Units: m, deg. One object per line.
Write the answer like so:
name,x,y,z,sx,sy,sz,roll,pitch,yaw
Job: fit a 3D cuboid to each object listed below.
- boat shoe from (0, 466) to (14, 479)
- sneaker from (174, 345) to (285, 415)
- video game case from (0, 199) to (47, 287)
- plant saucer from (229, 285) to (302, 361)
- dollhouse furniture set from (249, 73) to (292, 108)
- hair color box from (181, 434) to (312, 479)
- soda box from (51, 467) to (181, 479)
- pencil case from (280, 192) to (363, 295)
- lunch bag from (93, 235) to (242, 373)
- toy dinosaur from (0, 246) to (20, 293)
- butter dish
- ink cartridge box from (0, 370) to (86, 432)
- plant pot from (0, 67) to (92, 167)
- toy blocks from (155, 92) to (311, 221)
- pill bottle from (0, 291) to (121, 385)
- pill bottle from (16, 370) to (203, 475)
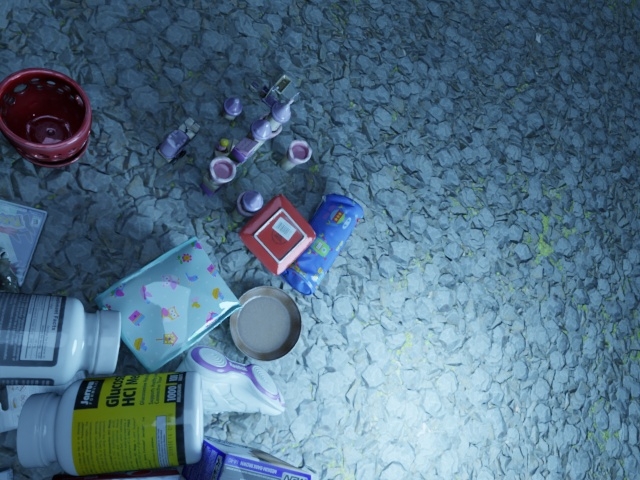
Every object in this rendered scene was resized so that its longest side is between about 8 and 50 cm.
boat shoe,-0.729,0.505,0.990,0.227,0.083,0.075,-1,77,-25
sneaker,-0.225,0.367,1.251,0.305,0.114,0.152,34,104,-27
video game case,-0.745,-0.007,1.135,0.202,0.023,0.183,16,72,-20
plant saucer,-0.146,0.219,1.345,0.199,0.036,0.198,5,77,-23
dollhouse furniture set,-0.133,-0.466,1.484,0.091,0.081,0.114,40,65,-11
hair color box,-0.172,0.504,1.097,0.185,0.339,0.110,23,70,-18
soda box,-0.444,0.554,1.107,0.264,0.083,0.092,7,76,-23
pencil case,0.000,0.000,1.414,0.133,0.119,0.306,39,66,-14
lunch bag,-0.358,0.153,1.199,0.262,0.160,0.223,-36,95,-32
toy dinosaur,-0.706,0.156,1.078,0.160,0.121,0.313,29,88,-12
butter dish,-0.122,-0.018,1.330,0.160,0.118,0.160,-45,110,-11
ink cartridge box,-0.609,0.325,1.115,0.180,0.045,0.145,-9,83,-19
plant pot,-0.627,-0.268,1.165,0.191,0.174,0.190,6,76,-24
toy blocks,-0.200,-0.251,1.305,0.309,0.260,0.288,44,65,-10
pill bottle,-0.564,0.191,0.986,0.319,0.176,0.176,8,75,-26
pill bottle,-0.414,0.373,1.045,0.334,0.188,0.187,-2,78,-11
